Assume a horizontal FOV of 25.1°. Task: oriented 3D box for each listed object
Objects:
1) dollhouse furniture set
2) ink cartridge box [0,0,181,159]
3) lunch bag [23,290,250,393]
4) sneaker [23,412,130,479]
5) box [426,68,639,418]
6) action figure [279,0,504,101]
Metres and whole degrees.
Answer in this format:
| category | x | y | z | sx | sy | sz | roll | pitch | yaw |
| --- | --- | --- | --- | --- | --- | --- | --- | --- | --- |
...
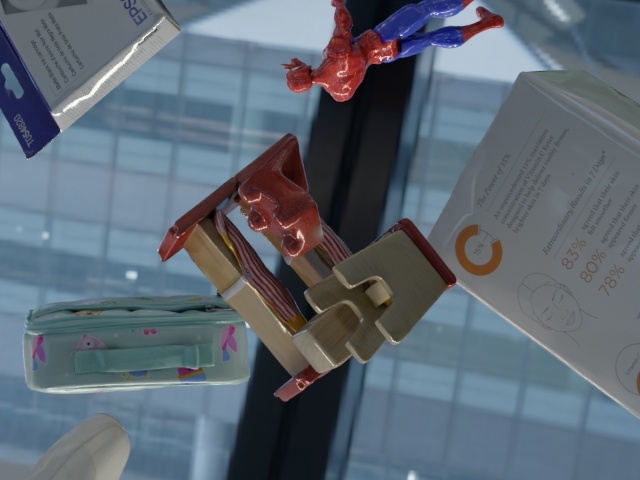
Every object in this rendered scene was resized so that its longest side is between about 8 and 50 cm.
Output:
| category | x | y | z | sx | sy | sz | roll | pitch | yaw |
| --- | --- | --- | --- | --- | --- | --- | --- | --- | --- |
| dollhouse furniture set | 0.000 | 0.000 | 1.266 | 0.152 | 0.201 | 0.374 | -39 | 179 | -21 |
| ink cartridge box | -0.290 | -0.236 | 1.580 | 0.223 | 0.224 | 0.045 | 55 | -170 | 32 |
| lunch bag | -0.218 | 0.122 | 1.740 | 0.279 | 0.108 | 0.224 | -3 | 180 | -8 |
| sneaker | -0.226 | 0.291 | 1.254 | 0.123 | 0.106 | 0.290 | 19 | -118 | 24 |
| box | 0.306 | 0.014 | 1.373 | 0.345 | 0.215 | 0.168 | 37 | -156 | 22 |
| action figure | 0.060 | -0.243 | 1.641 | 0.280 | 0.091 | 0.139 | -28 | -135 | -25 |
